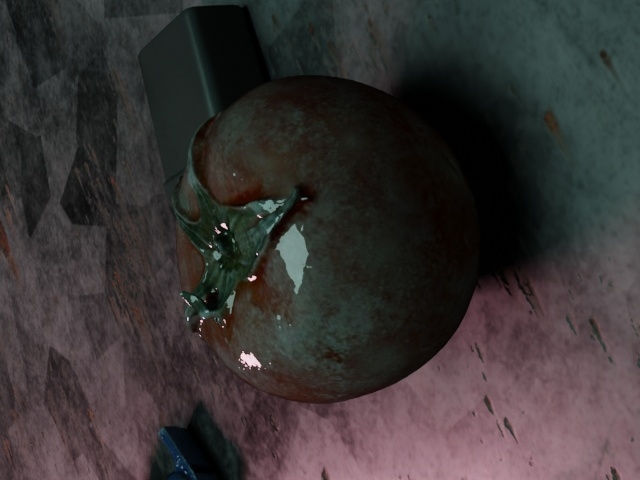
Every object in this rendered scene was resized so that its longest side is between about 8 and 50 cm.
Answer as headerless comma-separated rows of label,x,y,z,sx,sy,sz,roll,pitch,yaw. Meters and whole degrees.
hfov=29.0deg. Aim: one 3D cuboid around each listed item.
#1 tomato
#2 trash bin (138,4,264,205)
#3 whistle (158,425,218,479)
tomato,0.000,0.000,1.188,0.316,0.282,0.317,18,111,54
trash bin,-0.133,-0.146,1.498,0.176,0.101,0.236,-27,76,56
whistle,-0.195,0.347,1.756,0.158,0.090,0.090,50,137,34
